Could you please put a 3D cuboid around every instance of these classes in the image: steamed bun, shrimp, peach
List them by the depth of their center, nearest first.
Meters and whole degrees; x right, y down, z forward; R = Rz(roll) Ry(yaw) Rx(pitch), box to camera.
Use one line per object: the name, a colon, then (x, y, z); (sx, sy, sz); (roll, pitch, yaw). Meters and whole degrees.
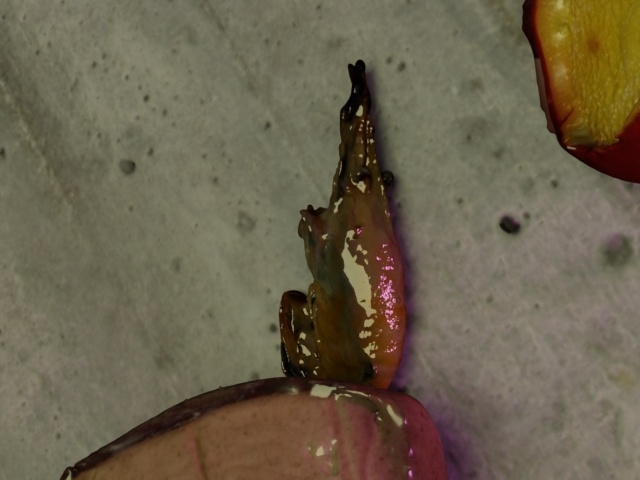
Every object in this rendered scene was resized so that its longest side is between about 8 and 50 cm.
peach: (0.212, -0.130, 0.941); (0.196, 0.226, 0.190); (29, 96, 28)
steamed bun: (-0.034, 0.241, 1.070); (0.301, 0.199, 0.251); (-18, 60, 18)
shrimp: (0.003, -0.004, 1.139); (0.117, 0.066, 0.262); (-11, 78, 28)
